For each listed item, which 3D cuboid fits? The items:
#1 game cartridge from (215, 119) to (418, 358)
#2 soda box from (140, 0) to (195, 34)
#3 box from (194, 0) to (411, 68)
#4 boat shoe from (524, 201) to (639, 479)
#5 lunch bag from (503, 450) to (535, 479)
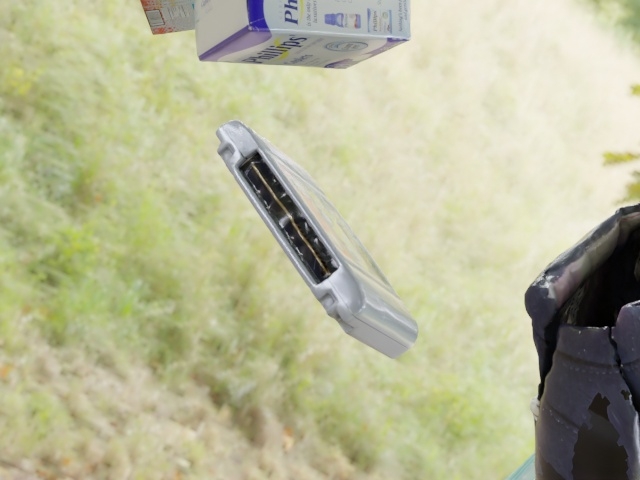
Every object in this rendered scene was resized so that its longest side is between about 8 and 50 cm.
[{"bbox_3d":[0.000,0.000,1.549,0.294,0.060,0.196,55,6,27],"label":"game cartridge"},{"bbox_3d":[-0.145,-0.272,1.199,0.058,0.183,0.063,-6,49,8],"label":"soda box"},{"bbox_3d":[-0.016,-0.182,1.060,0.137,0.072,0.126,0,-4,-23],"label":"box"},{"bbox_3d":[0.231,0.039,0.671,0.340,0.158,0.127,-26,28,-38],"label":"boat shoe"},{"bbox_3d":[0.279,0.286,1.350,0.224,0.279,0.108,54,-16,-24],"label":"lunch bag"}]
